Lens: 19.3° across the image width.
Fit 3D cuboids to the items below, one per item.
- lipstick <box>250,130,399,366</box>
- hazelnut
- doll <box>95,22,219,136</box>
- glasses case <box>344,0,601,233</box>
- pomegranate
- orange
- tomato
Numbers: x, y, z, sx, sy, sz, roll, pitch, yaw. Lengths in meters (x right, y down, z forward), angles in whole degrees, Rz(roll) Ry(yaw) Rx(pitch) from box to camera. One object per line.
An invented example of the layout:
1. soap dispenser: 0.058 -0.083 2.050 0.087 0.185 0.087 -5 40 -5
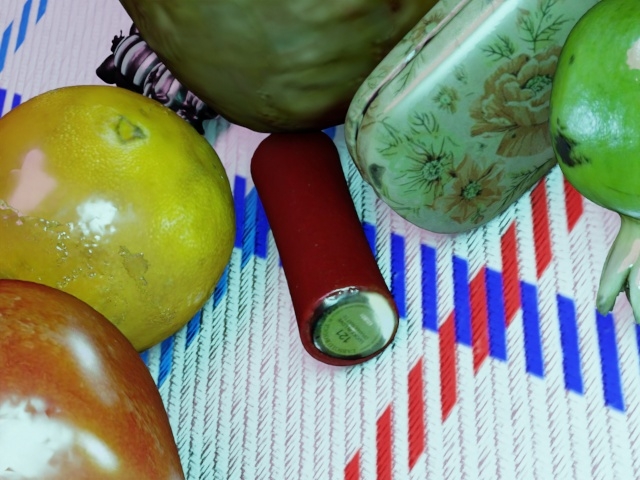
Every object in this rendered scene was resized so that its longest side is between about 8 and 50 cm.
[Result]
1. lipstick: 0.000 0.000 1.497 0.080 0.080 0.241 -39 35 14
2. hazelnut: -0.001 -0.302 1.497 0.353 0.421 0.420 3 60 56
3. doll: -0.153 -0.157 1.838 0.091 0.067 0.219 -55 38 9
4. glasses case: 0.196 -0.179 1.379 0.425 0.156 0.098 -45 42 6
5. pomegranate: 0.230 -0.056 1.224 0.187 0.187 0.225 24 106 55
6. orange: -0.189 -0.014 1.587 0.240 0.240 0.240 -30 38 27
7. tomato: -0.255 0.195 1.406 0.325 0.290 0.293 -49 31 4
